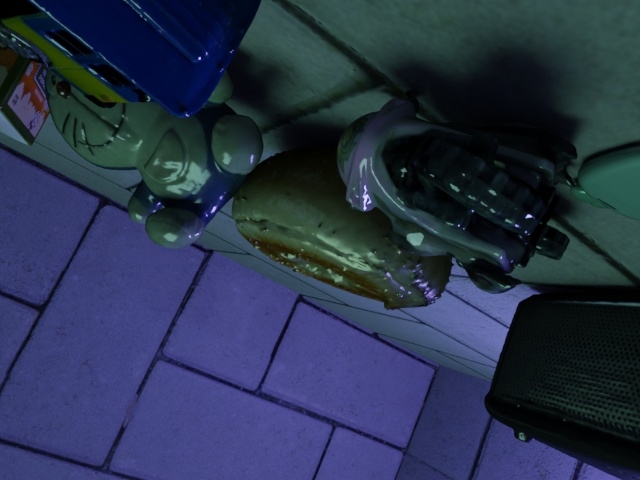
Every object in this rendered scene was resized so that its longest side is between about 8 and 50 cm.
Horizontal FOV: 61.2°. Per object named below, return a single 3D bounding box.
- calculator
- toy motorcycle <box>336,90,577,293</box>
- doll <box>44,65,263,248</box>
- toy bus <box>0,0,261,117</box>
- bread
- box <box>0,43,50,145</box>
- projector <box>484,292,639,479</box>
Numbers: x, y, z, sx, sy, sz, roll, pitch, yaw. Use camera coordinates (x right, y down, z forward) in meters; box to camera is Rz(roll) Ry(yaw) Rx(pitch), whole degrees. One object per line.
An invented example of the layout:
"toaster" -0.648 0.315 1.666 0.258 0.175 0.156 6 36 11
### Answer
"calculator" 0.277 -0.047 0.456 0.095 0.021 0.153 27 165 -13
"toy motorcycle" 0.132 -0.044 0.510 0.188 0.143 0.327 28 -174 28
"doll" -0.194 -0.136 0.615 0.258 0.154 0.228 37 123 -7
"toy bus" -0.195 -0.216 0.356 0.175 0.138 0.288 15 165 41
"bread" 0.035 -0.020 0.723 0.306 0.158 0.305 25 166 7
"box" -0.452 -0.246 0.712 0.178 0.148 0.195 24 169 -14
"projector" 0.517 0.251 0.760 0.395 0.242 0.405 29 167 -17
